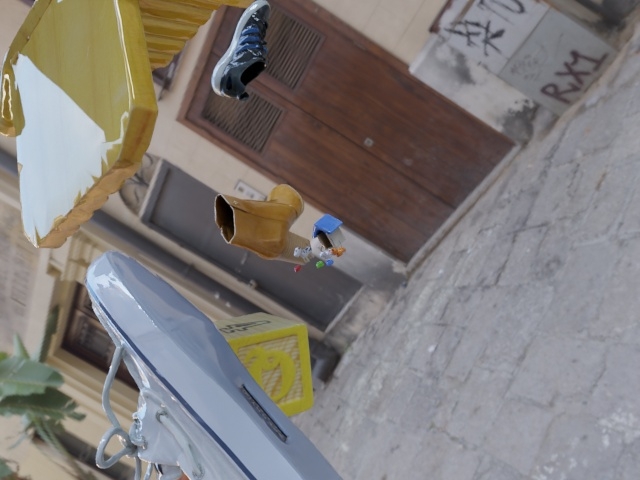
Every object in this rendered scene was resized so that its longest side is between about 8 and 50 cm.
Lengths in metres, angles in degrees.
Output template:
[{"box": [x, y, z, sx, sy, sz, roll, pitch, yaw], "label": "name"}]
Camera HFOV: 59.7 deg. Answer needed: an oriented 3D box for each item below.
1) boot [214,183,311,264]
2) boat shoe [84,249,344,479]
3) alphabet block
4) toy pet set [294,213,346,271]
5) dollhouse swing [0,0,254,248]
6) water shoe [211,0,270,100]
[{"box": [-0.141, -0.070, 1.262, 0.104, 0.211, 0.295, -52, 35, 24], "label": "boot"}, {"box": [-0.132, 0.183, 0.536, 0.156, 0.367, 0.136, -43, -7, 2], "label": "boat shoe"}, {"box": [-0.150, 0.270, 1.193, 0.197, 0.193, 0.193, 4, 101, 56], "label": "alphabet block"}, {"box": [0.000, 0.000, 1.114, 0.122, 0.065, 0.114, -14, 22, 50], "label": "toy pet set"}, {"box": [-0.227, -0.191, 0.728, 0.346, 0.305, 0.315, -31, -9, 37], "label": "dollhouse swing"}, {"box": [-0.126, -0.349, 1.041, 0.203, 0.080, 0.073, -65, -12, -8], "label": "water shoe"}]
